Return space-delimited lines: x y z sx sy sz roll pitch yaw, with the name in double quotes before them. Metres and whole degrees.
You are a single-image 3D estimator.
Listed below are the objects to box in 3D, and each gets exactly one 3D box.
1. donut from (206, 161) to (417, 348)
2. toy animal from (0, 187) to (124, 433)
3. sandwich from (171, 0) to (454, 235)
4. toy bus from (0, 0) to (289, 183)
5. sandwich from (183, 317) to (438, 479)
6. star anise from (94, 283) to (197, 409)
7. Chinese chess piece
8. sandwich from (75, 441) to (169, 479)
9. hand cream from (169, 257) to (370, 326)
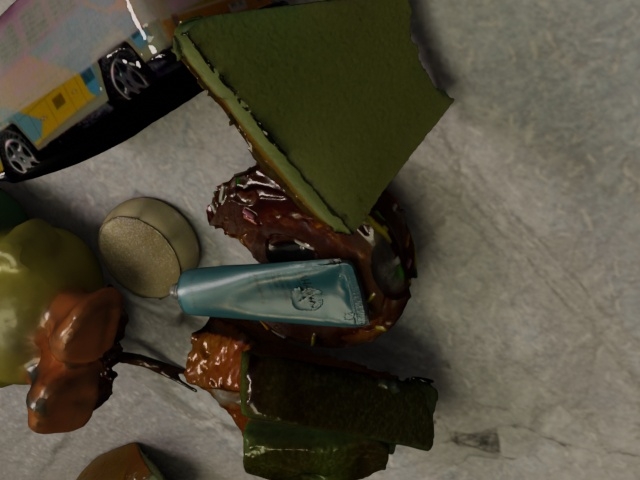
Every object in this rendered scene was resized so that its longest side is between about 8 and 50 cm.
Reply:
"donut" 0.000 0.001 1.477 0.216 0.096 0.230 -19 113 39
"toy animal" -0.363 0.056 1.671 0.338 0.191 0.216 34 117 26
"sandwich" 0.002 -0.161 1.267 0.063 0.212 0.245 4 139 53
"toy bus" -0.216 -0.194 1.400 0.386 0.171 0.162 -25 90 48
"sandwich" -0.048 0.184 1.574 0.250 0.162 0.301 16 180 -38
"star anise" -0.245 0.142 1.777 0.158 0.144 0.140 -50 47 38
"Chinese chess piece" -0.199 0.009 1.638 0.122 0.051 0.122 16 129 21
"sandwich" -0.270 0.347 1.918 0.258 0.096 0.094 -25 115 40
"hand cream" -0.058 0.055 1.463 0.224 0.048 0.083 -2 121 28
